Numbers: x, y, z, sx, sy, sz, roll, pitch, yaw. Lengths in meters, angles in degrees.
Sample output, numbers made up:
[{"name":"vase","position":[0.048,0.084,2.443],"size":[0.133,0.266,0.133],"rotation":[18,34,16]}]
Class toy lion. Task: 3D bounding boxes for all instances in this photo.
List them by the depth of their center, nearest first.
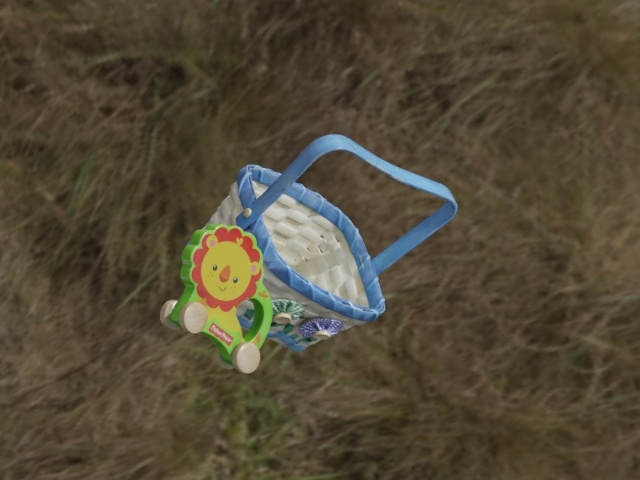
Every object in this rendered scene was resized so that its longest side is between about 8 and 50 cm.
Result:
[{"name":"toy lion","position":[-0.073,0.040,1.197],"size":[0.100,0.034,0.096],"rotation":[41,68,-35]}]

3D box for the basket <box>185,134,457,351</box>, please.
[{"name":"basket","position":[0.000,0.000,1.916],"size":[0.254,0.289,0.201],"rotation":[23,31,-42]}]
